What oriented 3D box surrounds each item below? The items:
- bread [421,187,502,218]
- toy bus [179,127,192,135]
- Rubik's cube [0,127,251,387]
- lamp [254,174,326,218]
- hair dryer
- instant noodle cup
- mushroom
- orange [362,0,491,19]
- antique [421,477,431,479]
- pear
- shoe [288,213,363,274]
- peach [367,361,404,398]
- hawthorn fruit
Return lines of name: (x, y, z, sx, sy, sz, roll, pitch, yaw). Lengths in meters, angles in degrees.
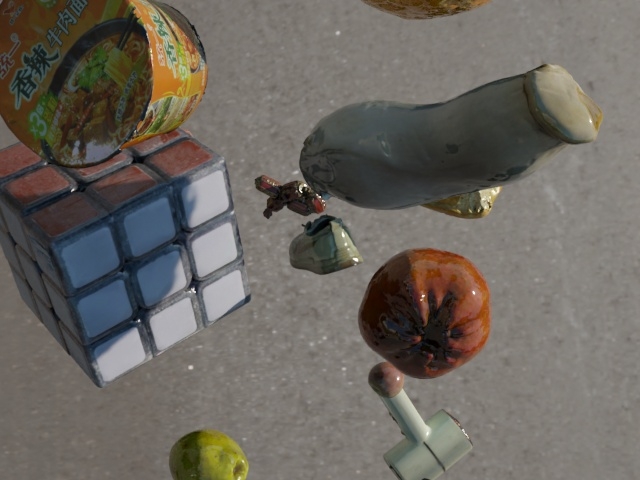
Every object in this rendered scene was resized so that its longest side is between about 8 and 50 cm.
bread: (0.266, -0.145, 1.667, 0.245, 0.174, 0.121, -58, 163, -48)
toy bus: (-0.388, -0.021, 1.776, 0.203, 0.233, 0.426, 69, 38, -62)
Rubik's cube: (-0.326, -0.007, 1.430, 0.304, 0.305, 0.301, -28, 132, -26)
lamp: (-0.033, -0.047, 1.023, 0.063, 0.083, 0.031, 67, 37, -52)
hair dryer: (0.211, 0.439, 2.182, 0.203, 0.128, 0.362, -37, 114, -8)
instant noodle cup: (-0.258, -0.210, 1.090, 0.182, 0.230, 0.230, -25, 99, -67)
mushroom: (0.100, -0.088, 0.820, 0.097, 0.351, 0.109, -49, 118, -32)
orange: (0.137, -0.453, 1.116, 0.293, 0.341, 0.340, -13, 89, -76)
antique: (0.256, 0.459, 1.148, 0.185, 0.322, 0.255, -46, 138, -29)
pear: (-0.168, 0.331, 1.312, 0.107, 0.131, 0.107, -14, 106, -54)
shoe: (0.000, 0.000, 1.737, 0.103, 0.275, 0.098, -16, 99, -20)
peach: (0.146, 0.306, 1.969, 0.083, 0.083, 0.083, 9, 76, -38)
hawthorn fruit: (0.172, 0.106, 1.499, 0.224, 0.224, 0.261, 58, 10, -15)
